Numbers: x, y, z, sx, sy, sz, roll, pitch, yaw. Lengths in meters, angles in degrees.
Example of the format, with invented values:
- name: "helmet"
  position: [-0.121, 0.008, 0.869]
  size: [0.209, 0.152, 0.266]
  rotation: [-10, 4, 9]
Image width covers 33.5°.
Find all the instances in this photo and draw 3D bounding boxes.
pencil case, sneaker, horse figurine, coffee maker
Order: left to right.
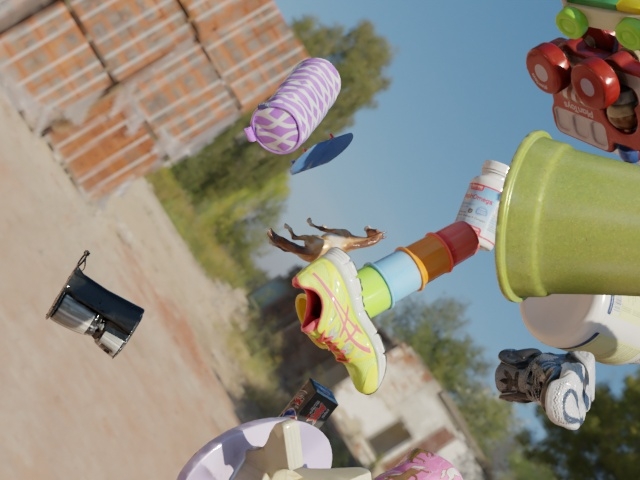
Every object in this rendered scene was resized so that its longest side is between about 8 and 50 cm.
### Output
- name: "coffee maker"
  position: [-0.472, 0.140, 2.286]
  size: [0.178, 0.171, 0.120]
  rotation: [32, -3, -13]
- name: "pencil case"
  position: [-0.037, -0.200, 1.578]
  size: [0.086, 0.088, 0.206]
  rotation: [66, 30, -20]
- name: "horse figurine"
  position: [0.000, 0.000, 2.397]
  size: [0.174, 0.263, 0.066]
  rotation: [26, -63, 38]
- name: "sneaker"
  position: [0.019, 0.120, 1.441]
  size: [0.081, 0.094, 0.208]
  rotation: [-6, -74, 63]
- name: "pencil case"
  position: [0.119, 0.544, 1.981]
  size: [0.160, 0.386, 0.167]
  rotation: [24, -52, 33]
- name: "sneaker"
  position: [0.347, 0.233, 1.691]
  size: [0.268, 0.153, 0.101]
  rotation: [-11, 101, -67]

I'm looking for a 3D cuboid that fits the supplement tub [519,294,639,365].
- name: "supplement tub"
  position: [0.646, 0.161, 2.470]
  size: [0.325, 0.235, 0.235]
  rotation: [20, 24, -39]

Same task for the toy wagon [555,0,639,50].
- name: "toy wagon"
  position: [0.560, -0.421, 1.736]
  size: [0.344, 0.267, 0.068]
  rotation: [24, -26, 45]

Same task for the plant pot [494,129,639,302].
- name: "plant pot"
  position: [0.435, -0.020, 1.627]
  size: [0.254, 0.276, 0.276]
  rotation: [10, -32, 28]

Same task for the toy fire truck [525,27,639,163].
- name: "toy fire truck"
  position: [0.546, -0.279, 2.040]
  size: [0.302, 0.169, 0.254]
  rotation: [36, -26, 52]

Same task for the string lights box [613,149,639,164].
- name: "string lights box"
  position: [0.753, -0.264, 2.371]
  size: [0.133, 0.077, 0.259]
  rotation: [26, -25, 8]

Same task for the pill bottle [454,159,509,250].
- name: "pill bottle"
  position: [0.313, -0.067, 2.014]
  size: [0.087, 0.160, 0.087]
  rotation: [22, -5, 2]

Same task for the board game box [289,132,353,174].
- name: "board game box"
  position: [-0.004, -0.211, 2.431]
  size: [0.033, 0.169, 0.133]
  rotation: [58, -37, 13]

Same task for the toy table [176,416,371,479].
- name: "toy table"
  position: [-0.066, 0.370, 1.580]
  size: [0.161, 0.274, 0.252]
  rotation: [10, -59, 56]

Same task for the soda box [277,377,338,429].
- name: "soda box"
  position: [-0.044, 0.339, 1.953]
  size: [0.060, 0.169, 0.053]
  rotation: [34, 9, -25]

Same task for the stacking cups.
- name: "stacking cups"
  position: [0.116, 0.065, 1.693]
  size: [0.096, 0.316, 0.096]
  rotation: [45, -31, 37]
